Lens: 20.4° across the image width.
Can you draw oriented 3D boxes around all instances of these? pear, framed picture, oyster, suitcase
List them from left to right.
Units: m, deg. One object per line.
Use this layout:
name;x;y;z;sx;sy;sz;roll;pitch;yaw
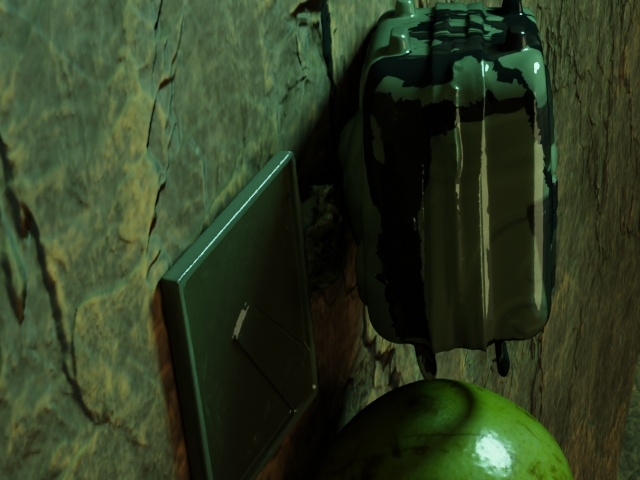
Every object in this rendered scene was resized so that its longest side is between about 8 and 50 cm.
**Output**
framed picture;-0.059;0.082;1.447;0.192;0.018;0.265;-50;145;-44
oyster;-0.003;0.002;1.561;0.166;0.053;0.108;32;79;-78
pear;0.114;0.269;1.711;0.283;0.283;0.283;10;90;-71
suitcase;0.114;-0.038;1.597;0.351;0.194;0.339;-74;162;-72
